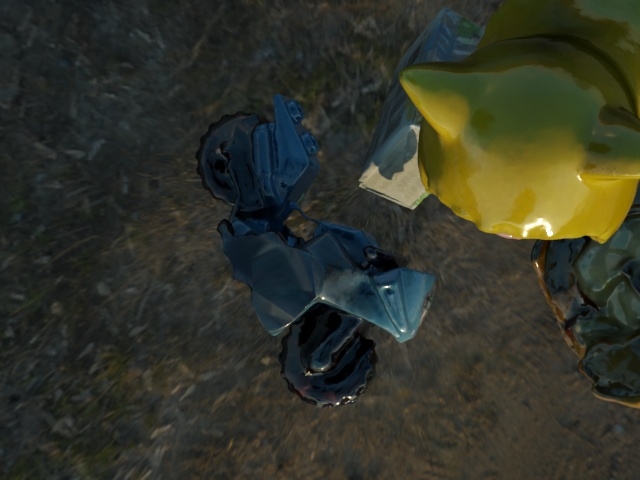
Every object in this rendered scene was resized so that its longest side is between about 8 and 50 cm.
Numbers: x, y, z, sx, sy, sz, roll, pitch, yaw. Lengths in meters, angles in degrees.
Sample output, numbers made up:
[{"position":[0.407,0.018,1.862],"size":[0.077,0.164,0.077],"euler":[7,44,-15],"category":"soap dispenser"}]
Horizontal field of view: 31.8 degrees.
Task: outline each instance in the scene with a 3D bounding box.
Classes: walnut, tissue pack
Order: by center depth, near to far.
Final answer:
[{"position":[0.317,0.044,1.098],"size":[0.204,0.141,0.238],"euler":[16,86,35],"category":"walnut"},{"position":[0.167,-0.168,1.526],"size":[0.145,0.159,0.229],"euler":[27,53,-10],"category":"tissue pack"}]

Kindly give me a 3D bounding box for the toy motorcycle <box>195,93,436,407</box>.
[{"position":[0.000,0.000,1.443],"size":[0.232,0.172,0.416],"euler":[-28,75,14],"category":"toy motorcycle"}]

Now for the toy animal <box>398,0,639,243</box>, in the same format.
[{"position":[0.147,-0.082,0.678],"size":[0.156,0.230,0.156],"euler":[11,117,21],"category":"toy animal"}]
